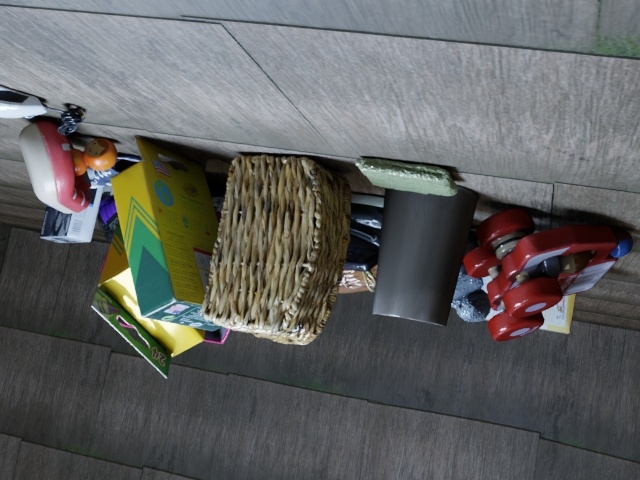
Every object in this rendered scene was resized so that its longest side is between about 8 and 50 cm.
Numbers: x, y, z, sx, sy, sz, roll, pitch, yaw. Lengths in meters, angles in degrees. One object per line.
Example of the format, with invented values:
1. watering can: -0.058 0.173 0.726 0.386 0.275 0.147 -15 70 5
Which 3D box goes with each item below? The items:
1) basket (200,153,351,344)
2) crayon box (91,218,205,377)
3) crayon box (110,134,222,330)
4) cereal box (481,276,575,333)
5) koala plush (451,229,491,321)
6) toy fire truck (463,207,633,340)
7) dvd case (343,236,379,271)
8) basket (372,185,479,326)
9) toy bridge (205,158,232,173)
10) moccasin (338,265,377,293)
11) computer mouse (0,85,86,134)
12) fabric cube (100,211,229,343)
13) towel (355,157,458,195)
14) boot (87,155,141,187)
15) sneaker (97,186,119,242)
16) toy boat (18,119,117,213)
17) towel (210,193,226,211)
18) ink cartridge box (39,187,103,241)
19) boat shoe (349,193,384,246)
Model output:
1. basket: -0.037 0.023 1.473 0.213 0.299 0.223 4 167 31
2. crayon box: -0.295 0.068 1.594 0.083 0.323 0.203 -29 120 18
3. crayon box: -0.256 -0.009 1.523 0.081 0.319 0.202 -26 156 22
4. cereal box: 0.445 0.104 1.924 0.240 0.173 0.047 9 174 18
5. koala plush: 0.236 0.043 1.717 0.203 0.196 0.221 18 -178 31
6. toy fire truck: 0.411 0.045 1.537 0.254 0.169 0.302 -14 157 -9
7. dvd case: 0.080 0.003 1.780 0.180 0.022 0.253 7 -158 32
8. basket: 0.170 0.026 1.479 0.154 0.227 0.204 13 174 -17
9. toy bridge: -0.133 -0.117 1.619 0.063 0.026 0.188 3 170 36
10. moccasin: 0.138 0.051 1.923 0.380 0.139 0.147 1 171 9
11. computer mouse: -0.468 -0.204 1.350 0.193 0.042 0.106 14 173 -28
12. fabric cube: -0.317 0.040 1.918 0.259 0.254 0.258 15 -162 -27
13. towel: 0.135 -0.099 1.339 0.148 0.027 0.110 10 172 19
14. boot: -0.421 -0.145 1.718 0.190 0.069 0.086 1 168 6
15. sneaker: -0.465 -0.060 2.104 0.102 0.146 0.293 15 173 -31
16. toy boat: -0.441 -0.142 1.561 0.151 0.151 0.231 -19 175 -3
17. towel: -0.230 -0.080 1.822 0.209 0.034 0.285 8 -175 27
18. ink cartridge box: -0.619 -0.079 2.118 0.065 0.165 0.332 14 171 -29
19. boat shoe: 0.011 -0.034 1.706 0.340 0.113 0.127 7 173 26
